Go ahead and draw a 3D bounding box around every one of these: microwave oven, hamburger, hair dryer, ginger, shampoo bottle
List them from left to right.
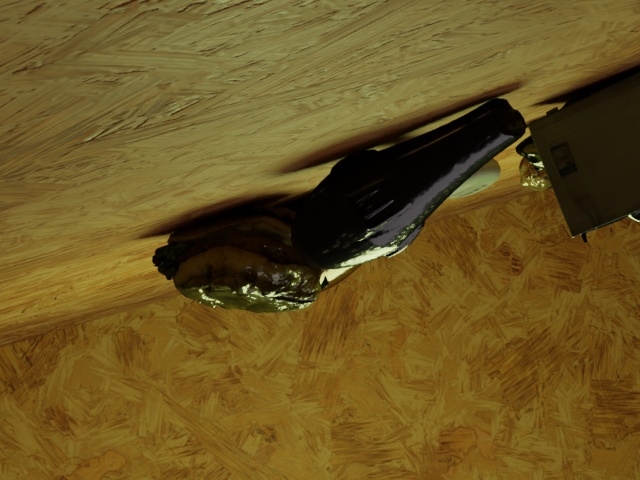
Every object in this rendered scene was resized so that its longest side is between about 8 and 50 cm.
[{"bbox_3d":[-0.095,0.024,1.637,0.206,0.130,0.183,-5,159,40],"label":"hamburger"},{"bbox_3d":[0.144,-0.095,1.463,0.303,0.120,0.359,-36,177,32],"label":"hair dryer"},{"bbox_3d":[0.179,-0.087,1.791,0.108,0.051,0.221,-17,176,23],"label":"shampoo bottle"},{"bbox_3d":[0.393,-0.124,2.078,0.190,0.069,0.095,-15,-179,-36],"label":"ginger"},{"bbox_3d":[0.370,-0.110,1.449,0.205,0.163,0.129,-24,175,38],"label":"microwave oven"}]

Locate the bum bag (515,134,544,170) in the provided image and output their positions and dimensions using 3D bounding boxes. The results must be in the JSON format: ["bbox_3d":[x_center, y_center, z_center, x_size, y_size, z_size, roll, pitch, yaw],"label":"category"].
[{"bbox_3d":[0.351,-0.137,1.696,0.232,0.060,0.106,-14,-168,-33],"label":"bum bag"}]

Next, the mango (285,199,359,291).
[{"bbox_3d":[-0.005,0.001,1.753,0.146,0.129,0.289,-11,165,-43],"label":"mango"}]
